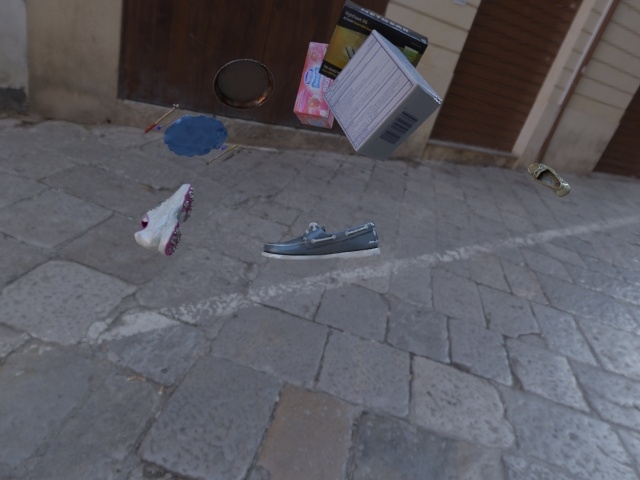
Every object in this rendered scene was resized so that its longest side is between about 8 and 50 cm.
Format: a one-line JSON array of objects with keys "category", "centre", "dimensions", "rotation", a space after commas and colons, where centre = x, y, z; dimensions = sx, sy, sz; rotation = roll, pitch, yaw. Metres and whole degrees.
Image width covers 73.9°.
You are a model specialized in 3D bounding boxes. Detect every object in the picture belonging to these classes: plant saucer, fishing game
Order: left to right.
[{"category": "fishing game", "centre": [-0.372, -0.317, 1.267], "dimensions": [0.264, 0.189, 0.041], "rotation": [22, 45, -57]}, {"category": "plant saucer", "centre": [-0.214, -0.438, 1.184], "dimensions": [0.168, 0.168, 0.029], "rotation": [2, 58, -29]}]

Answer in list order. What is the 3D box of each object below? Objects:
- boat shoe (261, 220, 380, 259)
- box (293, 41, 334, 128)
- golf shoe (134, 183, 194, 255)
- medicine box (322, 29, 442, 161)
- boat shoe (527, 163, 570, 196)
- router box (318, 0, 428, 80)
[{"category": "boat shoe", "centre": [0.000, 0.000, 1.150], "dimensions": [0.319, 0.099, 0.116], "rotation": [-2, 3, -1]}, {"category": "box", "centre": [0.003, -0.644, 1.781], "dimensions": [0.142, 0.300, 0.154], "rotation": [13, -1, 12]}, {"category": "golf shoe", "centre": [-0.516, -0.090, 1.426], "dimensions": [0.140, 0.115, 0.306], "rotation": [11, 46, -4]}, {"category": "medicine box", "centre": [0.183, -0.450, 1.344], "dimensions": [0.149, 0.263, 0.289], "rotation": [10, 45, -45]}, {"category": "boat shoe", "centre": [0.640, -0.180, 1.206], "dimensions": [0.048, 0.056, 0.153], "rotation": [29, 27, -35]}, {"category": "router box", "centre": [0.179, -0.643, 1.481], "dimensions": [0.308, 0.243, 0.081], "rotation": [22, 42, -6]}]
